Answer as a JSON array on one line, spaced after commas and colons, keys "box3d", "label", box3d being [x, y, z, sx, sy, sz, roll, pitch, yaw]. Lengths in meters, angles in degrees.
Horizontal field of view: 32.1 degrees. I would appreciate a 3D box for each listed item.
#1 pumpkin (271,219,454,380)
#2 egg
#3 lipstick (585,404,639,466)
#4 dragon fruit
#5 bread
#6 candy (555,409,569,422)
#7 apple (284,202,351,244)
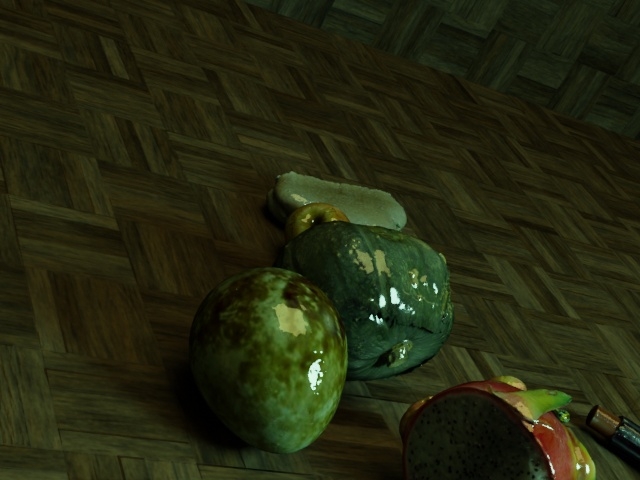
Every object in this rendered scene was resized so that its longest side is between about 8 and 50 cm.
[{"box3d": [0.079, 0.101, 1.899, 0.327, 0.291, 0.257, -3, 56, -33], "label": "pumpkin"}, {"box3d": [-0.072, 0.178, 1.660, 0.238, 0.238, 0.289, 8, 45, -38], "label": "egg"}, {"box3d": [0.649, 0.420, 2.158, 0.299, 0.081, 0.081, 34, 26, 4], "label": "lipstick"}, {"box3d": [0.276, 0.345, 1.690, 0.189, 0.290, 0.290, -2, 40, -50], "label": "dragon fruit"}, {"box3d": [0.051, -0.042, 2.344, 0.337, 0.102, 0.183, 10, 32, -34], "label": "bread"}, {"box3d": [0.461, 0.331, 2.196, 0.025, 0.023, 0.083, -30, 45, -16], "label": "candy"}, {"box3d": [0.000, 0.000, 2.178, 0.146, 0.146, 0.146, 24, 26, -13], "label": "apple"}]
